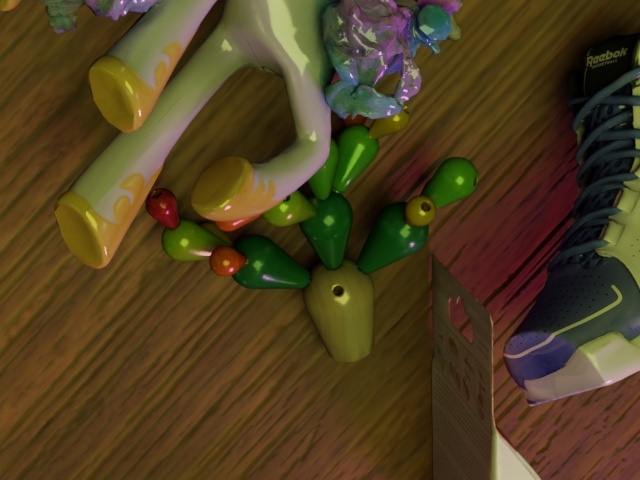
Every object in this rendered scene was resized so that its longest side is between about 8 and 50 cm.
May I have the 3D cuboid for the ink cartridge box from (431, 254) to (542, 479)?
[{"bbox_3d":[0.118,0.137,1.343,0.056,0.181,0.224,-2,103,-10],"label":"ink cartridge box"}]

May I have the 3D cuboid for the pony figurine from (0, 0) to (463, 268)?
[{"bbox_3d":[-0.034,-0.198,1.179,0.363,0.303,0.351,-41,132,-32],"label":"pony figurine"}]

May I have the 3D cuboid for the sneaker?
[{"bbox_3d":[0.211,-0.037,1.329,0.315,0.127,0.182,-38,96,-33],"label":"sneaker"}]

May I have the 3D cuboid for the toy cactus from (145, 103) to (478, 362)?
[{"bbox_3d":[0.000,0.000,1.342,0.219,0.112,0.180,-18,125,-9],"label":"toy cactus"}]
